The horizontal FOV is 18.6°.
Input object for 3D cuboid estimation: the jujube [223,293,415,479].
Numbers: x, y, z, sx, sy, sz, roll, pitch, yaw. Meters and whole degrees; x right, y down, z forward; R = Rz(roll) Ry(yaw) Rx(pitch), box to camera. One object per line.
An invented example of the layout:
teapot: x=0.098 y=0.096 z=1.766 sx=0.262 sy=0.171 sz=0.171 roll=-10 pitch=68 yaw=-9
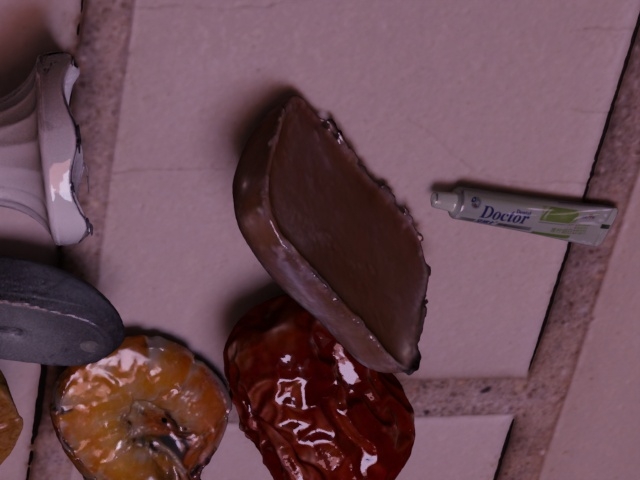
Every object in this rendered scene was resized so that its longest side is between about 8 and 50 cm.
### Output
jujube: x=-0.004 y=0.151 z=1.853 sx=0.155 sy=0.155 sz=0.230 roll=-27 pitch=121 yaw=6

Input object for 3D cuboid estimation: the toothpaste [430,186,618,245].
toothpaste: x=0.192 y=-0.026 z=1.840 sx=0.197 sy=0.029 sz=0.048 roll=8 pitch=125 yaw=-25

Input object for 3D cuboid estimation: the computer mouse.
computer mouse: x=-0.287 y=0.056 z=1.749 sx=0.229 sy=0.068 sz=0.113 roll=10 pitch=140 yaw=-8

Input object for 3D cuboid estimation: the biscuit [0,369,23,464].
biscuit: x=-0.425 y=0.140 z=1.709 sx=0.344 sy=0.057 sz=0.287 roll=6 pitch=128 yaw=-31

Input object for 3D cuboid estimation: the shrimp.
shrimp: x=-0.151 y=0.208 z=1.909 sx=0.164 sy=0.062 sz=0.317 roll=-25 pitch=127 yaw=1

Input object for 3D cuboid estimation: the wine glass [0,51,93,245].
wine glass: x=-0.288 y=-0.072 z=1.598 sx=0.196 sy=0.165 sz=0.165 roll=-3 pitch=128 yaw=-5

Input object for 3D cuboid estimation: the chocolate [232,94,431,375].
chocolate: x=0.000 y=0.001 z=1.747 sx=0.083 sy=0.161 sz=0.261 roll=-16 pitch=131 yaw=33
